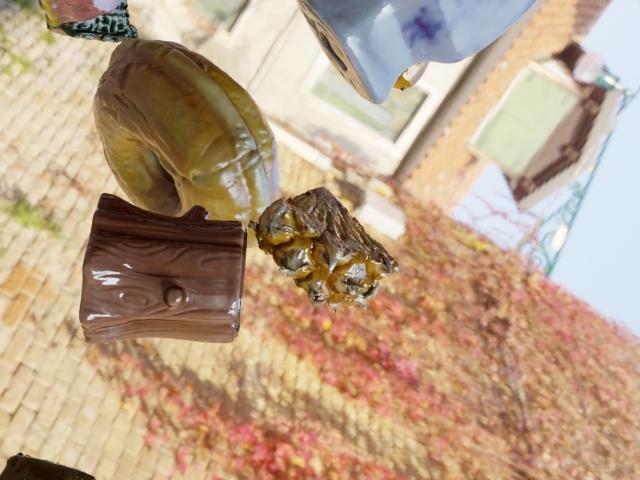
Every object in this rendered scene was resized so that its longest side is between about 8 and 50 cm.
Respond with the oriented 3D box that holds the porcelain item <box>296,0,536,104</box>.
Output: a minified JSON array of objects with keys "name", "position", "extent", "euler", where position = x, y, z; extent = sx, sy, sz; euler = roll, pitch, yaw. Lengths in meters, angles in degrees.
[{"name":"porcelain item","position":[0.173,-0.377,1.331],"extent":[0.405,0.242,0.178],"euler":[-39,-131,-2]}]

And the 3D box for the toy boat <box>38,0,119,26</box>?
[{"name":"toy boat","position":[-0.254,-0.305,1.027],"extent":[0.141,0.099,0.318],"euler":[-61,-177,-19]}]

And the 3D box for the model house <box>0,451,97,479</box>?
[{"name":"model house","position":[-0.494,0.490,1.591],"extent":[0.239,0.173,0.268],"euler":[-54,166,-44]}]

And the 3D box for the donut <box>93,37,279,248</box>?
[{"name":"donut","position":[-0.252,-0.171,1.850],"extent":[0.198,0.449,0.449],"euler":[-37,180,-28]}]

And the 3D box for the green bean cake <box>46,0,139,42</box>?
[{"name":"green bean cake","position":[-0.484,-0.537,2.169],"extent":[0.107,0.193,0.208],"euler":[27,-67,47]}]

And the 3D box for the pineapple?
[{"name":"pineapple","position":[0.000,0.000,1.481],"extent":[0.114,0.236,0.186],"euler":[-41,-152,20]}]

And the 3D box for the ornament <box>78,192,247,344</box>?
[{"name":"ornament","position":[-0.219,0.047,1.430],"extent":[0.235,0.217,0.221],"euler":[108,-15,-68]}]

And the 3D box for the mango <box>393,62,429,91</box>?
[{"name":"mango","position":[0.142,-0.340,1.644],"extent":[0.075,0.098,0.190],"euler":[122,-27,-88]}]
